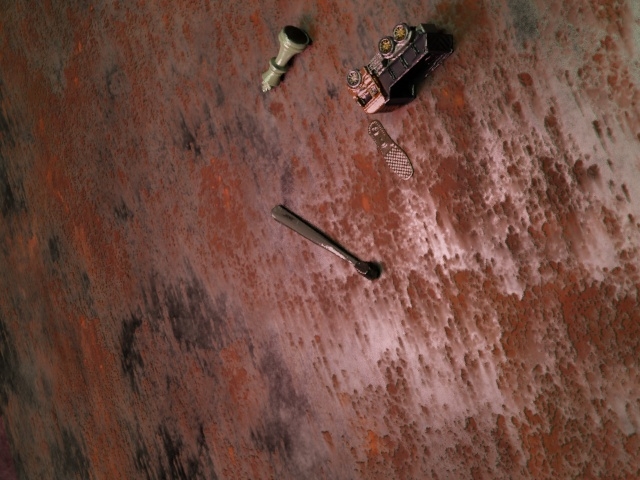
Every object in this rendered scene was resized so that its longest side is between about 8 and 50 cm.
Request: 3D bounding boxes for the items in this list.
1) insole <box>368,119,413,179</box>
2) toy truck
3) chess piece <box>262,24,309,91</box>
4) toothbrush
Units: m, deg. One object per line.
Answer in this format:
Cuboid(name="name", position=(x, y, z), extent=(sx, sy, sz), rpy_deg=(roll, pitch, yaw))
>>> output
Cuboid(name="insole", position=(0.123, -0.161, 1.621), extent=(0.045, 0.002, 0.135), rpy_deg=(-50, 61, 36))
Cuboid(name="toy truck", position=(0.133, -0.291, 1.540), extent=(0.192, 0.083, 0.092), rpy_deg=(-40, 72, 39))
Cuboid(name="chess piece", position=(-0.077, -0.342, 1.768), extent=(0.059, 0.059, 0.149), rpy_deg=(57, 136, 24))
Cuboid(name="toothbrush", position=(0.000, 0.000, 1.745), extent=(0.297, 0.031, 0.030), rpy_deg=(33, 91, 39))
